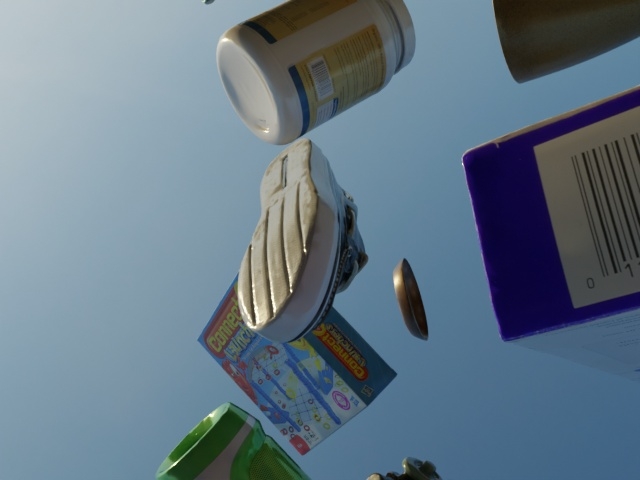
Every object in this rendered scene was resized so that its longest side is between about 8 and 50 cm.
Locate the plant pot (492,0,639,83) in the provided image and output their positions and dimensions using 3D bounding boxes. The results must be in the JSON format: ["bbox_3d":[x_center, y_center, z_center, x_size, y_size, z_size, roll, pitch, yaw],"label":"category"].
[{"bbox_3d":[0.417,-0.381,1.173,0.254,0.237,0.237,-4,-141,28],"label":"plant pot"}]

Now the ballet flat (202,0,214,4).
[{"bbox_3d":[-0.161,-0.468,1.240,0.052,0.168,0.057,-6,-150,-28],"label":"ballet flat"}]

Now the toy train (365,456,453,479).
[{"bbox_3d":[0.215,0.462,1.163,0.142,0.334,0.190,-57,-160,7],"label":"toy train"}]

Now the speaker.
[{"bbox_3d":[-0.034,0.315,0.808,0.296,0.131,0.131,47,-125,-4],"label":"speaker"}]

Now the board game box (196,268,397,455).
[{"bbox_3d":[-0.056,0.205,1.352,0.302,0.308,0.086,46,-127,8],"label":"board game box"}]

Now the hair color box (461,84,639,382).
[{"bbox_3d":[0.243,0.010,0.444,0.185,0.339,0.110,-20,-115,30],"label":"hair color box"}]

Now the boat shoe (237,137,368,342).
[{"bbox_3d":[0.000,0.000,0.810,0.121,0.119,0.335,-39,-157,25],"label":"boat shoe"}]

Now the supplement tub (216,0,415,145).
[{"bbox_3d":[-0.004,-0.214,0.884,0.200,0.144,0.144,-32,-133,-21],"label":"supplement tub"}]

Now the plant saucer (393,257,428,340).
[{"bbox_3d":[0.175,0.118,1.495,0.029,0.168,0.168,-17,-140,14],"label":"plant saucer"}]
